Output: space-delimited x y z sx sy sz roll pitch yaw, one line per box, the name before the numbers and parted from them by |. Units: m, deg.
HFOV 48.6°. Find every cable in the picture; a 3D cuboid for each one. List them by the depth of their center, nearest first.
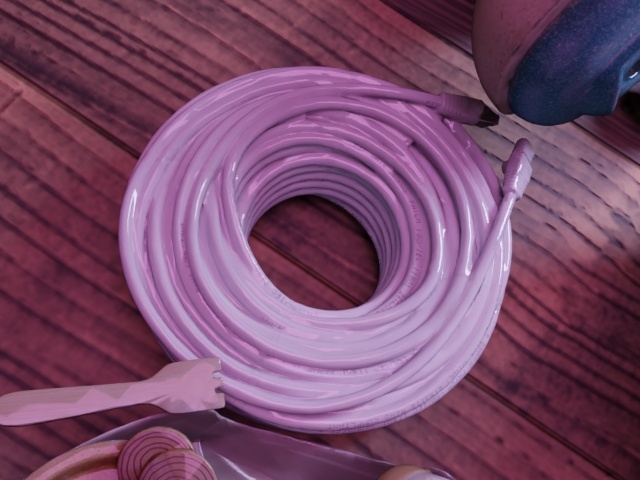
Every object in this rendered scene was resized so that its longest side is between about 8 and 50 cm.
cable | 0.000 0.000 0.481 0.257 0.089 0.256 19 67 -4

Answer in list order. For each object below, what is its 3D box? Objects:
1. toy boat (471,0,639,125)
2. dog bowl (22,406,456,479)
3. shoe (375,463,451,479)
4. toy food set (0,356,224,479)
toy boat | 0.243 -0.165 0.498 0.267 0.318 0.148 -43 75 13
dog bowl | -0.044 0.263 0.361 0.349 0.102 0.348 4 68 -11
shoe | 0.003 0.183 0.290 0.219 0.058 0.076 -44 121 -32
toy food set | -0.089 0.151 0.318 0.133 0.038 0.191 -6 71 -14
